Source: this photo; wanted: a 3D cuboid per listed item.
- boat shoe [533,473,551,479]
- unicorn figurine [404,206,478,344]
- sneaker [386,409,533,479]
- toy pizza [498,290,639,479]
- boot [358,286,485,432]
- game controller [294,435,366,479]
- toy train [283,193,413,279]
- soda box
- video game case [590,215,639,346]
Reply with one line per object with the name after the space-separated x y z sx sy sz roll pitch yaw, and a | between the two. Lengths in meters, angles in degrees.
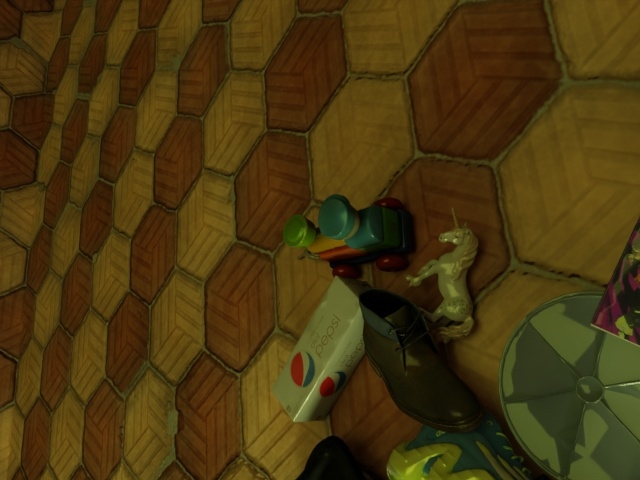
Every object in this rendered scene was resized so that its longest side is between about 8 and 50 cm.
0.259 0.298 0.546 0.142 0.049 0.040 45 112 45 | boat shoe
0.162 0.050 0.711 0.111 0.060 0.162 -23 80 40 | unicorn figurine
0.182 0.238 0.579 0.240 0.091 0.126 4 47 48 | sneaker
0.283 0.154 0.569 0.201 0.032 0.202 -13 71 41 | toy pizza
0.106 0.137 0.664 0.219 0.082 0.106 30 144 60 | boot
0.047 0.410 0.690 0.167 0.067 0.319 -60 38 20 | game controller
0.000 0.000 0.819 0.248 0.143 0.105 -15 68 42 | toy train
0.014 0.163 0.818 0.074 0.069 0.216 43 111 43 | soda box
0.373 0.012 0.447 0.210 0.041 0.232 27 110 31 | video game case
